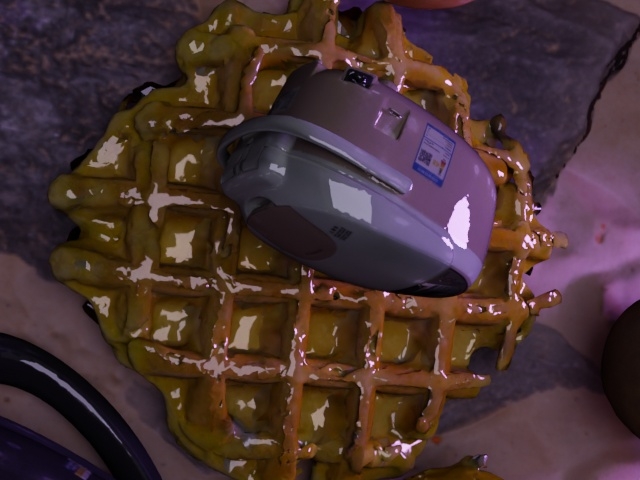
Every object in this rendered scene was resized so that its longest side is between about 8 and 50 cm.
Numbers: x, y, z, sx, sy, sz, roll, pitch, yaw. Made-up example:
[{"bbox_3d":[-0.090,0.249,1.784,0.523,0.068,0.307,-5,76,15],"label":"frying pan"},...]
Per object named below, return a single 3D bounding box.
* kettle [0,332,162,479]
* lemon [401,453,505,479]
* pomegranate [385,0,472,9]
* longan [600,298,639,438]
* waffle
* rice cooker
[{"bbox_3d":[-0.234,0.203,0.965,0.290,0.207,0.268,38,50,-4],"label":"kettle"},{"bbox_3d":[0.100,0.271,1.051,0.173,0.173,0.206,34,78,-13],"label":"lemon"},{"bbox_3d":[0.075,-0.286,1.042,0.209,0.209,0.209,0,89,-16],"label":"pomegranate"},{"bbox_3d":[0.326,0.113,1.124,0.187,0.167,0.167,7,87,-5],"label":"longan"},{"bbox_3d":[0.000,0.000,1.075,0.379,0.095,0.382,-45,103,-14],"label":"waffle"},{"bbox_3d":[0.031,-0.037,0.965,0.206,0.145,0.127,35,66,-19],"label":"rice cooker"}]
